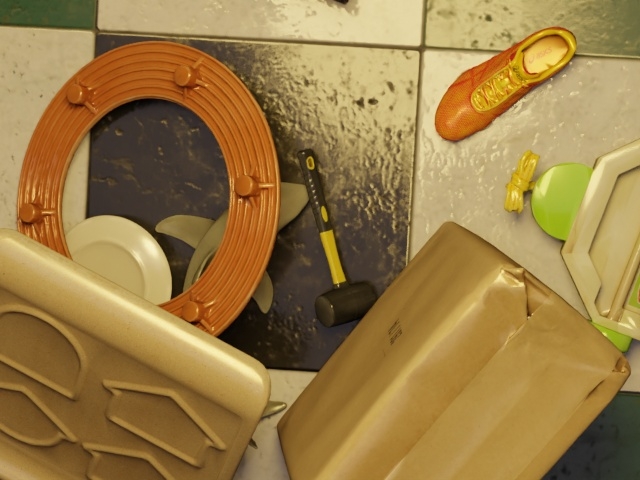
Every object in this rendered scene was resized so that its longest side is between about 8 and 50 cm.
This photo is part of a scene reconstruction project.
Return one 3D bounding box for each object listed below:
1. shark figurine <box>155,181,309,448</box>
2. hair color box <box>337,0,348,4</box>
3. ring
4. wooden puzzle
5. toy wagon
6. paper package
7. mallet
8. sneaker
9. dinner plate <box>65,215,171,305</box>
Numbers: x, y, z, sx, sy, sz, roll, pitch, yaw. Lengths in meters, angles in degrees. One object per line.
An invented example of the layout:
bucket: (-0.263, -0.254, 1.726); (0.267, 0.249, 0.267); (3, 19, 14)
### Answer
shark figurine: (-0.110, 0.069, 1.868); (0.166, 0.116, 0.278); (7, 91, 5)
hair color box: (0.006, -0.438, 1.844); (0.185, 0.110, 0.339); (23, 92, 2)
ring: (-0.189, -0.040, 1.835); (0.336, 0.032, 0.337); (-3, 84, 30)
wooden puzzle: (-0.226, 0.159, 1.832); (0.322, 0.080, 0.348); (28, 136, 3)
toy wagon: (0.359, -0.008, 1.851); (0.344, 0.068, 0.267); (21, 93, 4)
paper package: (0.115, 0.157, 1.735); (0.168, 0.325, 0.309); (40, 93, -9)
mallet: (0.000, 0.000, 1.870); (0.062, 0.039, 0.190); (-27, 100, -30)
sneaker: (0.189, -0.169, 1.858); (0.175, 0.067, 0.064); (-39, 90, 6)
dinner plate: (-0.227, 0.044, 1.903); (0.141, 0.017, 0.141); (4, 103, 18)
